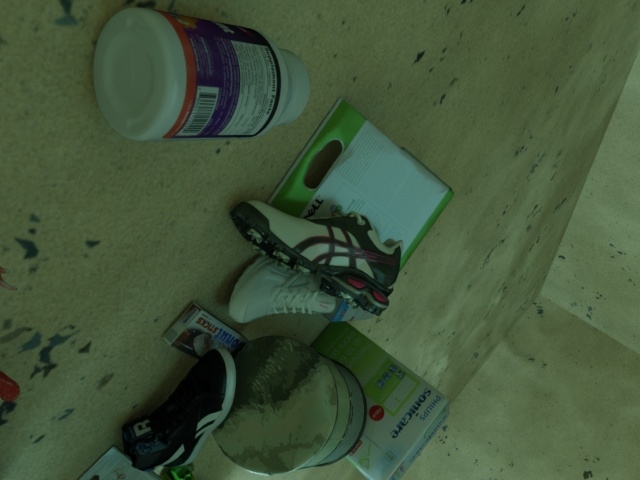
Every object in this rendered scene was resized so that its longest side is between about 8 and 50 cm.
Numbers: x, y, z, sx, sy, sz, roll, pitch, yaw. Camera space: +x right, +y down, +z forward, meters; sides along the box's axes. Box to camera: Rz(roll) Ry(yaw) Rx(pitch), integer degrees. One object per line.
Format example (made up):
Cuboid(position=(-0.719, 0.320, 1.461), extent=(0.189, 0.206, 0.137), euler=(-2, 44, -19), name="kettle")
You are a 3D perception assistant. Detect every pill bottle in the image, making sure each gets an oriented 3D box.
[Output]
Cuboid(position=(-0.099, -0.148, 0.556), extent=(0.194, 0.108, 0.108), euler=(-14, 132, -53), name="pill bottle")

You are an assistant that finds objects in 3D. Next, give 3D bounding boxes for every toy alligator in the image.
Cuboid(position=(-0.237, 0.399, 1.010), extent=(0.056, 0.051, 0.189), euler=(-32, 145, -39), name="toy alligator")

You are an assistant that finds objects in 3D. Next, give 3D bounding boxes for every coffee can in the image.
Cuboid(position=(-0.041, 0.279, 0.998), extent=(0.201, 0.202, 0.275), euler=(-52, 159, -6), name="coffee can")

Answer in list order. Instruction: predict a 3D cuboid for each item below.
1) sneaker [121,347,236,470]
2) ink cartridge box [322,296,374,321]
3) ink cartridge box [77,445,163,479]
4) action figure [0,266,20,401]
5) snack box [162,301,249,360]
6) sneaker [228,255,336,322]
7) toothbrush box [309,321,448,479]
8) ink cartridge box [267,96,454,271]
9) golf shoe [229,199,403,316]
Cuboid(position=(-0.207, 0.248, 0.840), extent=(0.121, 0.079, 0.216), euler=(4, 120, -46), name="sneaker")
Cuboid(position=(0.066, 0.096, 1.150), extent=(0.104, 0.062, 0.181), euler=(-60, 152, 10), name="ink cartridge box")
Cuboid(position=(-0.326, 0.393, 0.896), extent=(0.145, 0.045, 0.179), euler=(-44, 133, -19), name="ink cartridge box")
Cuboid(position=(-0.295, 0.075, 0.466), extent=(0.091, 0.139, 0.280), euler=(-36, 145, -35), name="action figure")
Cuboid(position=(-0.163, 0.146, 0.877), extent=(0.064, 0.022, 0.178), euler=(-50, 153, -8), name="snack box")
Cuboid(position=(-0.034, 0.073, 0.900), extent=(0.232, 0.115, 0.090), euler=(-25, 141, -45), name="sneaker")
Cuboid(position=(0.082, 0.322, 1.188), extent=(0.206, 0.283, 0.122), euler=(-47, 152, -15), name="toothbrush box")
Cuboid(position=(0.053, -0.076, 0.918), extent=(0.255, 0.097, 0.188), euler=(35, 91, -29), name="ink cartridge box")
Cuboid(position=(0.000, 0.000, 0.825), extent=(0.273, 0.105, 0.120), euler=(32, 81, -31), name="golf shoe")
